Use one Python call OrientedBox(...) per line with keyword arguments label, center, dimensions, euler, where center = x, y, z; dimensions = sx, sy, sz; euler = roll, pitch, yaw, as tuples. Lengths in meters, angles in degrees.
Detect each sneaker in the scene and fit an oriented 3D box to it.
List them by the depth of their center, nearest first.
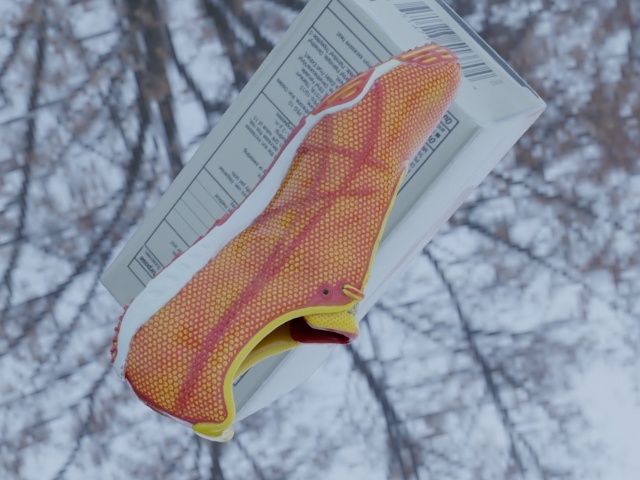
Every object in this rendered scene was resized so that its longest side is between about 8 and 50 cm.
OrientedBox(label="sneaker", center=(0.000, 0.000, 0.602), dimensions=(0.067, 0.064, 0.175), euler=(38, -106, 8))

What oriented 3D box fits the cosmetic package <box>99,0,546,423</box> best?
OrientedBox(label="cosmetic package", center=(-0.001, -0.032, 1.167), dimensions=(0.296, 0.153, 0.129), euler=(-49, 167, 27))
